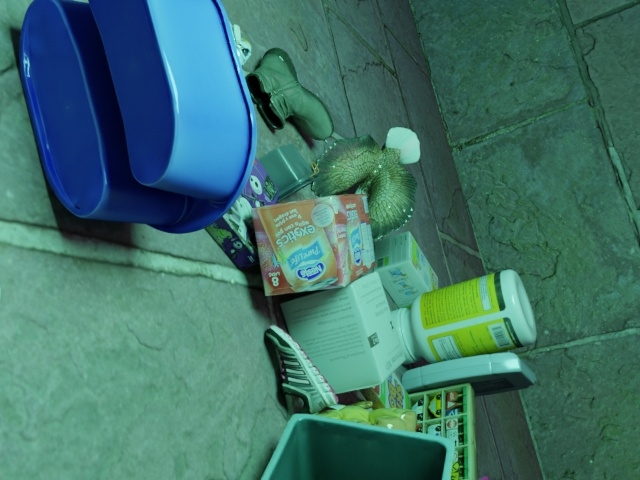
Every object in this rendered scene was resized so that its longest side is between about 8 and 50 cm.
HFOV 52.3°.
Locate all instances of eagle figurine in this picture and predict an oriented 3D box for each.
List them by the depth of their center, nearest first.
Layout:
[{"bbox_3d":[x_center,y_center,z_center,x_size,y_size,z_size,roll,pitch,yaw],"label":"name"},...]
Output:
[{"bbox_3d":[0.123,-0.147,1.584,0.298,0.226,0.225,-54,143,-68],"label":"eagle figurine"}]

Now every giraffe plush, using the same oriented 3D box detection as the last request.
[{"bbox_3d":[0.060,0.374,1.103,0.181,0.210,0.170,1,86,-28],"label":"giraffe plush"}]

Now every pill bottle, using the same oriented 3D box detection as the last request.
[{"bbox_3d":[0.343,0.202,1.612,0.188,0.334,0.188,46,34,-45],"label":"pill bottle"}]

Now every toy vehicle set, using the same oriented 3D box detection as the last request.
[{"bbox_3d":[0.266,0.447,1.468,0.035,0.166,0.267,58,26,-28],"label":"toy vehicle set"}]

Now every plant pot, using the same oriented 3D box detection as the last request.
[{"bbox_3d":[0.046,0.435,0.909,0.247,0.248,0.252,-54,147,-63],"label":"plant pot"}]

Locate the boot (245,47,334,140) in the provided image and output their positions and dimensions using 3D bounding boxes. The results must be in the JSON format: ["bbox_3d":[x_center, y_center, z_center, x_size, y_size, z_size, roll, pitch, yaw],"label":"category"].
[{"bbox_3d":[-0.072,-0.282,1.410,0.246,0.083,0.161,51,37,-27],"label":"boot"}]

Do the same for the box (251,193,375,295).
[{"bbox_3d":[0.000,0.000,1.182,0.300,0.142,0.154,-21,102,-74],"label":"box"}]

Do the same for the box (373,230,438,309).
[{"bbox_3d":[0.231,0.092,1.740,0.203,0.103,0.114,54,29,-35],"label":"box"}]

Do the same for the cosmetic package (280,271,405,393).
[{"bbox_3d":[0.045,0.172,1.206,0.151,0.151,0.184,-15,87,-66],"label":"cosmetic package"}]

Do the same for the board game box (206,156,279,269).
[{"bbox_3d":[-0.188,-0.142,1.068,0.347,0.056,0.208,55,24,-33],"label":"board game box"}]

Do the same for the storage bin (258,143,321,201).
[{"bbox_3d":[-0.062,-0.140,1.284,0.091,0.098,0.135,59,19,-4],"label":"storage bin"}]

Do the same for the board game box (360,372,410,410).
[{"bbox_3d":[0.142,0.335,1.454,0.259,0.039,0.124,61,26,-29],"label":"board game box"}]

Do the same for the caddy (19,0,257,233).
[{"bbox_3d":[-0.212,-0.175,0.799,0.179,0.241,0.341,-5,78,-60],"label":"caddy"}]

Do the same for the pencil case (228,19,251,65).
[{"bbox_3d":[-0.228,-0.386,1.065,0.113,0.124,0.273,-52,129,-15],"label":"pencil case"}]

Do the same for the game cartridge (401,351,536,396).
[{"bbox_3d":[0.360,0.339,1.596,0.196,0.294,0.060,35,45,-54],"label":"game cartridge"}]

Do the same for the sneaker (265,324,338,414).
[{"bbox_3d":[-0.047,0.220,1.085,0.170,0.075,0.063,52,-4,7],"label":"sneaker"}]

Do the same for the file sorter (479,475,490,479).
[{"bbox_3d":[0.342,0.686,1.439,0.291,0.182,0.202,51,29,-40],"label":"file sorter"}]
